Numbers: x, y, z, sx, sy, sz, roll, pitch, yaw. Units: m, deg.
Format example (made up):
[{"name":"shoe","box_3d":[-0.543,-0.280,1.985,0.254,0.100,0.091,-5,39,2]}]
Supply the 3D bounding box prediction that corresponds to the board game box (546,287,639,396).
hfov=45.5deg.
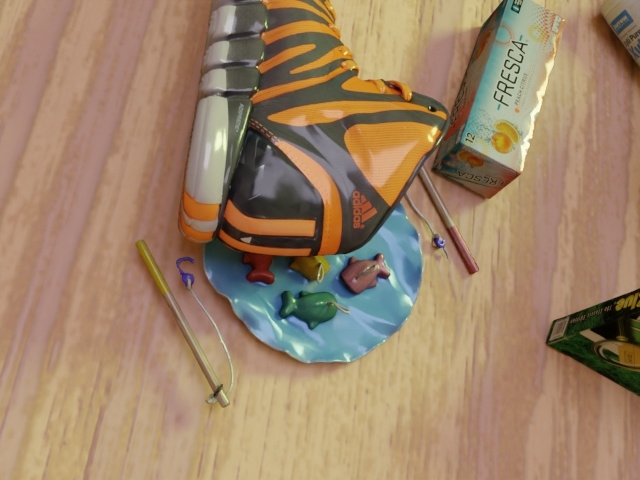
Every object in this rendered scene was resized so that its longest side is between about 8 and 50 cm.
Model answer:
[{"name":"board game box","box_3d":[0.326,0.119,0.605,0.260,0.136,0.030,29,68,-6]}]

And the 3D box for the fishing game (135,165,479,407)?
[{"name":"fishing game","box_3d":[0.000,0.000,0.593,0.264,0.041,0.189,-20,77,-26]}]

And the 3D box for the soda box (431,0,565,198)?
[{"name":"soda box","box_3d":[0.161,-0.132,0.685,0.063,0.058,0.183,26,64,-8]}]

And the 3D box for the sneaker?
[{"name":"sneaker","box_3d":[0.000,-0.129,0.586,0.180,0.124,0.321,9,68,-11]}]

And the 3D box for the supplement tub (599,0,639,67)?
[{"name":"supplement tub","box_3d":[0.340,-0.212,0.767,0.071,0.071,0.107,-30,81,-25]}]
